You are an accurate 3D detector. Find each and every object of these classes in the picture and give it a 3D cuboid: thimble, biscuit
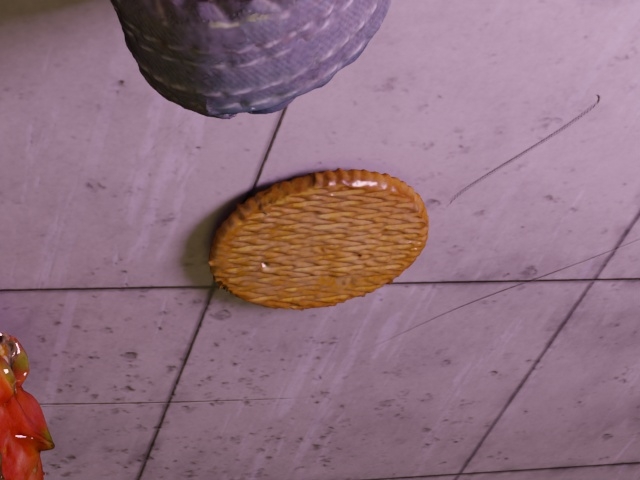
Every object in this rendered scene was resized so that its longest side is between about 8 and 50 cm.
[{"bbox_3d":[-0.058,-0.220,1.358,0.236,0.205,0.172,-37,153,-11],"label":"thimble"},{"bbox_3d":[0.000,0.000,1.831,0.254,0.035,0.254,-9,146,-6],"label":"biscuit"}]

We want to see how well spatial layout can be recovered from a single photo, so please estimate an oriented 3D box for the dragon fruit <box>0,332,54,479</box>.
[{"bbox_3d":[-0.438,0.207,1.777,0.305,0.305,0.225,-5,117,-14],"label":"dragon fruit"}]
